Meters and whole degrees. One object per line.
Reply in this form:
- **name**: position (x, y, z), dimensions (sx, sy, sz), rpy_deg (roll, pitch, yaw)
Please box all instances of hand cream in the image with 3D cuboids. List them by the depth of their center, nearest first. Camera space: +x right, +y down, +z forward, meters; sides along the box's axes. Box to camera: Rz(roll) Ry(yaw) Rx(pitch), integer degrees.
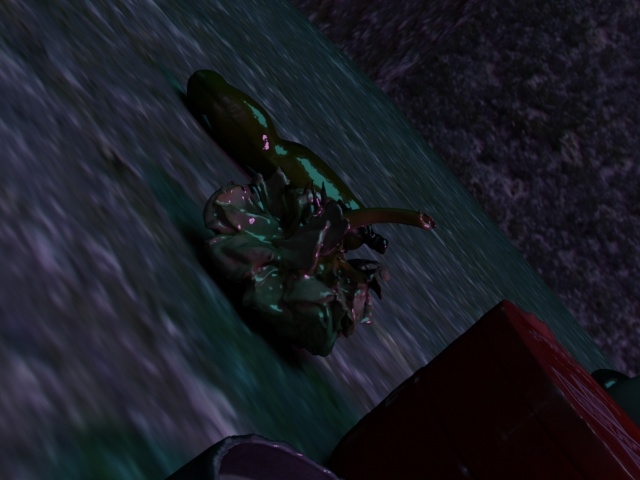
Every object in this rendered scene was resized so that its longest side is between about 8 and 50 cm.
- **hand cream**: position (0.107, 0.136, 0.681), dimensions (0.193, 0.125, 0.193), rpy_deg (47, 8, -9)

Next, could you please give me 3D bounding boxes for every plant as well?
- **plant**: position (0.000, 0.000, 0.795), dimensions (0.116, 0.122, 0.104), rpy_deg (55, 20, -1)

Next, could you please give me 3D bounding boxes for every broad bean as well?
- **broad bean**: position (-0.029, -0.060, 1.112), dimensions (0.213, 0.048, 0.070), rpy_deg (45, 10, 2)

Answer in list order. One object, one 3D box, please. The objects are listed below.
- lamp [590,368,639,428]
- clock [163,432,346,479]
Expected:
- **lamp**: position (0.288, 0.210, 1.074), dimensions (0.198, 0.198, 0.244), rpy_deg (45, 18, -18)
- **clock**: position (0.022, 0.156, 0.460), dimensions (0.215, 0.042, 0.215), rpy_deg (46, 9, -10)
